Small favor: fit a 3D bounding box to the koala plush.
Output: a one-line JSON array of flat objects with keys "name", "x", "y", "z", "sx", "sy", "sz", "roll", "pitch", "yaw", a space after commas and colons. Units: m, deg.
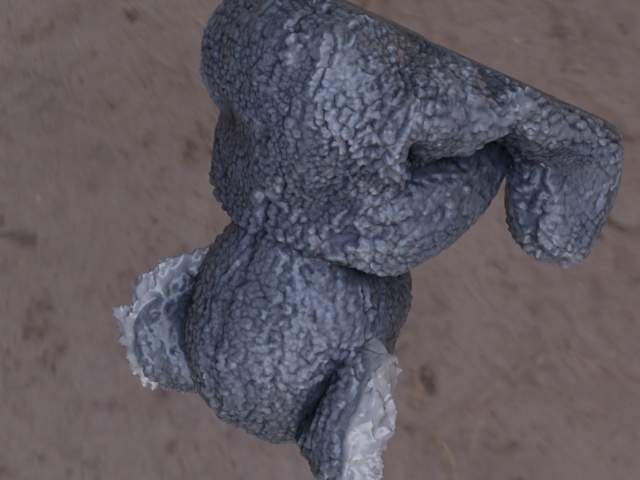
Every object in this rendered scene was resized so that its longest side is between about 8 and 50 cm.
[{"name": "koala plush", "x": 0.000, "y": 0.000, "z": 0.953, "sx": 0.203, "sy": 0.196, "sz": 0.221, "roll": 14, "pitch": 103, "yaw": -57}]
